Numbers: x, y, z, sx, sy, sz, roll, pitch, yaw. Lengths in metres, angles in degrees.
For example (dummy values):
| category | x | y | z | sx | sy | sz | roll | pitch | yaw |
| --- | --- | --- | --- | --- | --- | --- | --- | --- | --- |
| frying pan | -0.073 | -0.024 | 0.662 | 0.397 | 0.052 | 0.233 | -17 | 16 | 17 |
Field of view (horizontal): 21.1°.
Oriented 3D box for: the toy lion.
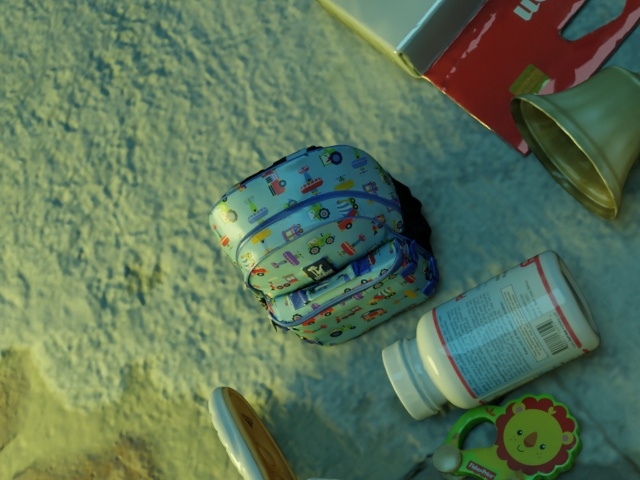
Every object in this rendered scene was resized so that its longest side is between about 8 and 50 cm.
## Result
| category | x | y | z | sx | sy | sz | roll | pitch | yaw |
| --- | --- | --- | --- | --- | --- | --- | --- | --- | --- |
| toy lion | 0.153 | 0.162 | 1.367 | 0.100 | 0.034 | 0.096 | 24 | 76 | 28 |

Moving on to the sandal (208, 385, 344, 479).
| category | x | y | z | sx | sy | sz | roll | pitch | yaw |
| --- | --- | --- | --- | --- | --- | --- | --- | --- | --- |
| sandal | -0.005 | 0.206 | 1.378 | 0.076 | 0.102 | 0.265 | -38 | 60 | 10 |

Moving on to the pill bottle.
| category | x | y | z | sx | sy | sz | roll | pitch | yaw |
| --- | --- | --- | --- | --- | --- | --- | --- | --- | --- |
| pill bottle | 0.134 | 0.080 | 1.368 | 0.160 | 0.087 | 0.087 | -27 | 64 | 12 |

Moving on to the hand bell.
| category | x | y | z | sx | sy | sz | roll | pitch | yaw |
| --- | --- | --- | --- | --- | --- | --- | --- | --- | --- |
| hand bell | 0.284 | -0.141 | 1.383 | 0.242 | 0.126 | 0.126 | -40 | 61 | -6 |

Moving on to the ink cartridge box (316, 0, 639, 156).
| category | x | y | z | sx | sy | sz | roll | pitch | yaw |
| --- | --- | --- | --- | --- | --- | --- | --- | --- | --- |
| ink cartridge box | 0.168 | -0.263 | 1.482 | 0.261 | 0.066 | 0.296 | 41 | 91 | 30 |

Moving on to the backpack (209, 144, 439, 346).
| category | x | y | z | sx | sy | sz | roll | pitch | yaw |
| --- | --- | --- | --- | --- | --- | --- | --- | --- | --- |
| backpack | 0.000 | 0.000 | 1.404 | 0.158 | 0.173 | 0.117 | -26 | 64 | 13 |
